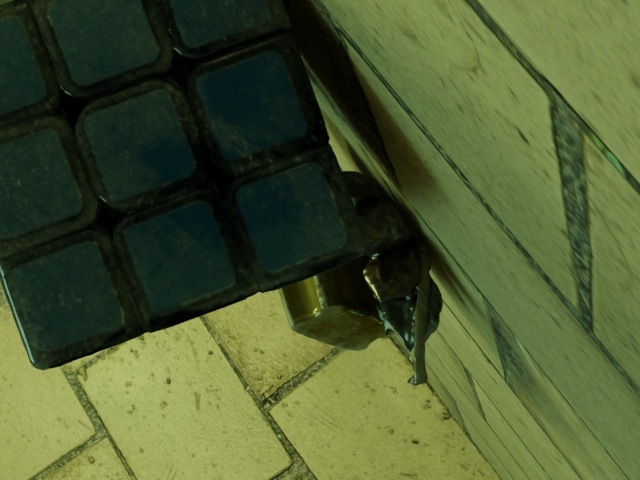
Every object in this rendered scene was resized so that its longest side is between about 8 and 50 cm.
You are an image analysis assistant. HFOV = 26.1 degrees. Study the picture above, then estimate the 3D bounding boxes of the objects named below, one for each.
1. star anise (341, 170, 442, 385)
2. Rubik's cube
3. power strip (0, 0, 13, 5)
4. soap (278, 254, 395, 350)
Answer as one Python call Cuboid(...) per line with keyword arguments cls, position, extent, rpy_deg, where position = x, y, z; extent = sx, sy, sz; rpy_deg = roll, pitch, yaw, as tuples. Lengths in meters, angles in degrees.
Cuboid(cls="star anise", position=(0.078, 0.026, 1.471), extent=(0.230, 0.081, 0.262), rpy_deg=(61, -176, -63))
Cuboid(cls="Rubik's cube", position=(-0.151, -0.077, 1.258), extent=(0.304, 0.301, 0.305), rpy_deg=(127, 124, -87))
Cuboid(cls="power strip", position=(-0.354, -0.365, 1.607), extent=(0.161, 0.357, 0.357), rpy_deg=(53, 177, 16))
Cuboid(cls="soap", position=(0.000, 0.000, 1.553), extent=(0.140, 0.073, 0.232), rpy_deg=(25, -138, -52))
